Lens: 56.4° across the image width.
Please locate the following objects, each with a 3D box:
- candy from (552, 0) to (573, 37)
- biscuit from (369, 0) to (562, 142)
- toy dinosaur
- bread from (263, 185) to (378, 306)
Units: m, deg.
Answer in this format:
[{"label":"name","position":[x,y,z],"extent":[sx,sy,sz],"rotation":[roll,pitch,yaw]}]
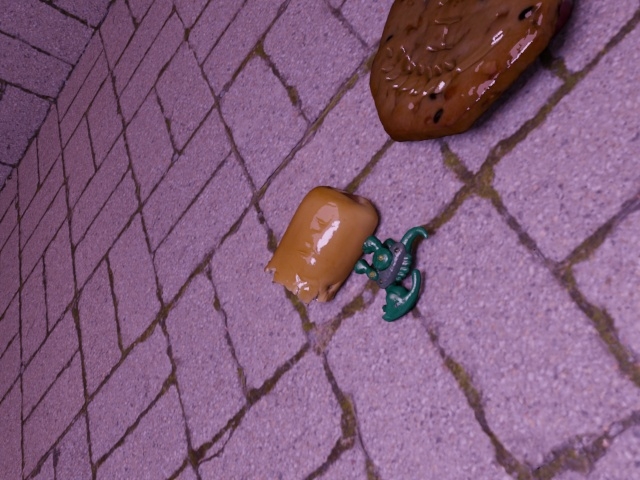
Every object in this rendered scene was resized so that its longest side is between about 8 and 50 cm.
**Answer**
[{"label":"candy","position":[0.267,-0.292,0.753],"extent":[0.103,0.043,0.103],"rotation":[-24,56,42]},{"label":"biscuit","position":[0.181,-0.298,0.800],"extent":[0.359,0.046,0.359],"rotation":[-35,45,44]},{"label":"toy dinosaur","position":[0.102,0.037,0.789],"extent":[0.096,0.059,0.132],"rotation":[42,114,39]},{"label":"bread","position":[-0.002,-0.001,0.886],"extent":[0.134,0.085,0.173],"rotation":[36,102,48]}]
